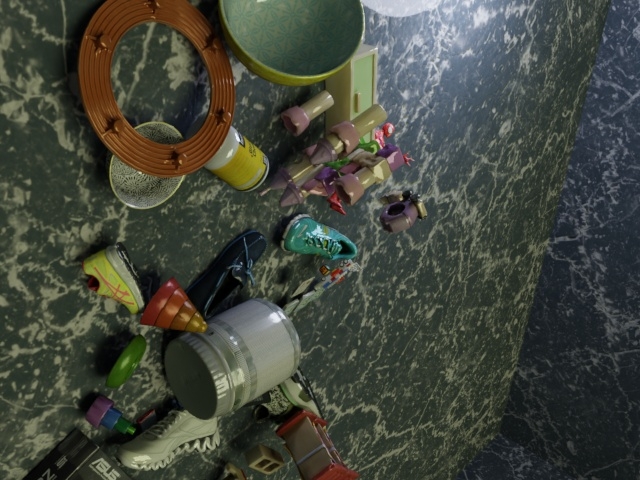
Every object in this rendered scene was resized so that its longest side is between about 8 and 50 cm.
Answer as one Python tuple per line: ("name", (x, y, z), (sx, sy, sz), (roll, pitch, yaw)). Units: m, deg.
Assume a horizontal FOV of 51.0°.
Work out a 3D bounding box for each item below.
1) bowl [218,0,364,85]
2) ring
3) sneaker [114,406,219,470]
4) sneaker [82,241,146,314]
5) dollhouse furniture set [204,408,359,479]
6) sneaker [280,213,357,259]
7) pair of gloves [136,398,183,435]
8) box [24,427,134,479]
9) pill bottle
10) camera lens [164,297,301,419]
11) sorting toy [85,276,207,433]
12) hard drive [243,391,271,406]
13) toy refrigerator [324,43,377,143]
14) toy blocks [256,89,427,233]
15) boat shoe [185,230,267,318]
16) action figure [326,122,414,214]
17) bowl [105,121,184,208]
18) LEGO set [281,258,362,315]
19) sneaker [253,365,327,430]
("bowl", (-0.072, -0.422, 1.336), (0.289, 0.289, 0.156), (-47, -176, -22))
("ring", (-0.275, -0.282, 1.205), (0.337, 0.032, 0.336), (-2, 92, -49))
("sneaker", (-0.358, 0.456, 1.590), (0.292, 0.110, 0.118), (-4, 105, -54))
("sneaker", (-0.411, 0.084, 1.340), (0.094, 0.081, 0.208), (-19, 141, -8))
("dollhouse furniture set", (-0.112, 0.663, 1.858), (0.374, 0.201, 0.152), (-38, 140, 5))
("sneaker", (0.000, 0.000, 1.771), (0.275, 0.110, 0.107), (9, 105, -53))
("pair of gloves", (-0.378, 0.458, 1.658), (0.198, 0.023, 0.159), (-33, 135, -37))
("box", (-0.549, 0.647, 1.498), (0.318, 0.097, 0.394), (-47, 142, -26))
("pill bottle", (-0.195, -0.181, 1.406), (0.103, 0.103, 0.184), (-60, 145, -5))
("camera lens", (-0.200, 0.275, 1.594), (0.274, 0.219, 0.219), (-23, 129, -43))
("sorting toy", (-0.357, 0.261, 1.425), (0.365, 0.126, 0.127), (-59, -179, 5))
("hard drive", (-0.206, 0.405, 1.770), (0.135, 0.022, 0.094), (-10, 131, 2))
("toy refrigerator", (0.078, -0.341, 1.663), (0.102, 0.094, 0.269), (-31, 135, -38))
("toy blocks", (0.023, -0.135, 1.515), (0.260, 0.289, 0.308), (-37, 123, -15))
("boat shoe", (-0.205, 0.090, 1.583), (0.258, 0.089, 0.109), (-51, 144, -17))
("action figure", (0.149, -0.187, 1.817), (0.280, 0.139, 0.091), (-60, 163, -9))
("bowl", (-0.341, -0.151, 1.259), (0.170, 0.080, 0.170), (-31, 134, -39))
("LEGO set", (-0.001, 0.133, 1.813), (0.183, 0.060, 0.244), (-24, 159, -43))
("sneaker", (-0.107, 0.480, 1.967), (0.182, 0.158, 0.410), (-23, 139, -1))
